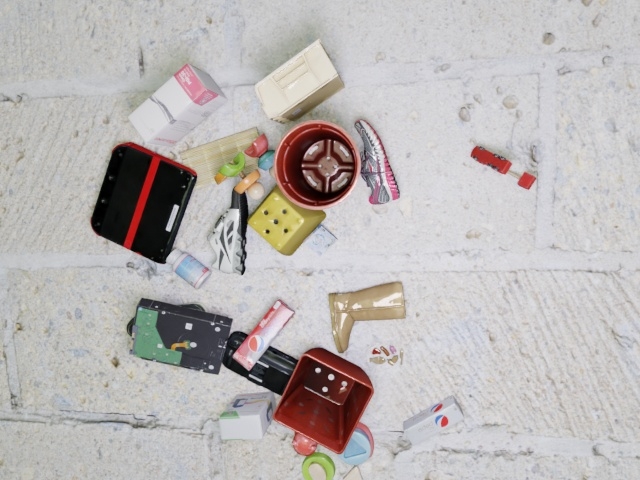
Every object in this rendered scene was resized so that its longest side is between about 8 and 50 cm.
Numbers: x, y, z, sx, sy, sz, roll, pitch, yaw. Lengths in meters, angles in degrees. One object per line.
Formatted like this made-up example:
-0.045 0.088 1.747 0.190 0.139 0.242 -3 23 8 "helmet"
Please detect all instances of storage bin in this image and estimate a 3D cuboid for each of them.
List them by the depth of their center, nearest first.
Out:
-0.063 -0.501 1.625 0.260 0.262 0.123 -31 94 11 "storage bin"

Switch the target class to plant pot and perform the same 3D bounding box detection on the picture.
0.009 -0.247 1.646 0.272 0.265 0.273 1 98 9 "plant pot"
-0.134 -0.075 1.731 0.212 0.187 0.212 43 101 2 "plant pot"
0.025 0.530 1.763 0.267 0.236 0.267 26 101 5 "plant pot"

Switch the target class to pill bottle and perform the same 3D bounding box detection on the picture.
-0.494 0.104 1.861 0.160 0.087 0.087 38 101 2 "pill bottle"

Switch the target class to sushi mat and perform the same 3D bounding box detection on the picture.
-0.357 -0.296 1.821 0.316 0.019 0.152 -16 96 10 "sushi mat"

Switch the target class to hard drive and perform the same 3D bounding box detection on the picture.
-0.510 0.352 1.816 0.338 0.064 0.237 13 114 -9 "hard drive"

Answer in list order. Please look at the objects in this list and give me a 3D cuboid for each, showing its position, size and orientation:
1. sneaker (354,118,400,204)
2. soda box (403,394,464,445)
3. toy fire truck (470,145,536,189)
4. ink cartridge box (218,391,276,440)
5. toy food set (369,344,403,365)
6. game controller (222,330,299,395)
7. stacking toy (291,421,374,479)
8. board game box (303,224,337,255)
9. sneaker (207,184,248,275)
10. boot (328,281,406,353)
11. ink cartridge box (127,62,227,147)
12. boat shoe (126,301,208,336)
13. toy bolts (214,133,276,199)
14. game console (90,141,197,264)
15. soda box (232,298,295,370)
0.175 -0.266 1.692 0.111 0.121 0.299 -19 95 13 "sneaker"
0.409 0.652 1.802 0.216 0.074 0.069 -34 91 12 "soda box"
0.600 -0.242 1.641 0.192 0.135 0.047 41 105 42 "toy fire truck"
-0.263 0.644 1.835 0.154 0.212 0.093 -7 93 10 "ink cartridge box"
0.242 0.419 1.826 0.122 0.019 0.078 6 98 16 "toy food set"
-0.223 0.473 1.891 0.319 0.067 0.167 26 115 5 "game controller"
0.042 0.818 1.853 0.308 0.130 0.280 0 97 9 "stacking toy"
0.000 0.000 1.783 0.090 0.020 0.090 -44 123 11 "board game box"
-0.341 -0.040 1.800 0.146 0.122 0.331 7 98 6 "sneaker"
0.173 0.280 1.783 0.269 0.089 0.236 -7 97 8 "boot"
-0.491 -0.459 1.723 0.283 0.207 0.117 -36 90 11 "ink cartridge box"
-0.603 0.316 1.892 0.339 0.113 0.127 -8 96 10 "boat shoe"
-0.236 -0.232 1.733 0.158 0.218 0.228 49 62 -9 "toy bolts"
-0.670 -0.143 1.871 0.341 0.060 0.387 24 102 3 "game console"
-0.204 0.340 1.812 0.083 0.092 0.263 39 83 2 "soda box"
